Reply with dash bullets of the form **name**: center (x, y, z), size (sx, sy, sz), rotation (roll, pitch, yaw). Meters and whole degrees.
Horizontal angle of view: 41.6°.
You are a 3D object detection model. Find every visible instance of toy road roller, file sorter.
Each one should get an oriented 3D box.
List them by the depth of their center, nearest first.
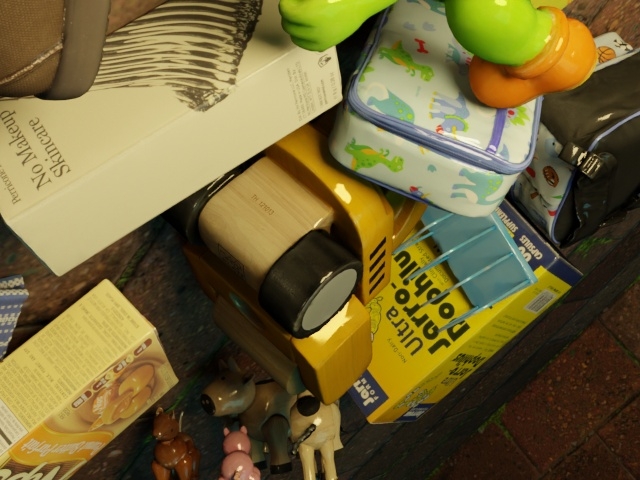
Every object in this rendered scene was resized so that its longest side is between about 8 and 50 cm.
- **toy road roller**: center (0.000, 0.000, 0.893), size (0.241, 0.202, 0.329), rotation (-41, 156, -19)
- **file sorter**: center (0.165, 0.017, 1.072), size (0.105, 0.170, 0.118), rotation (-26, 171, -34)

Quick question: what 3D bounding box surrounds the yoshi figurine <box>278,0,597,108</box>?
- **yoshi figurine**: center (0.047, -0.226, 0.581), size (0.362, 0.203, 0.203), rotation (20, 124, -44)

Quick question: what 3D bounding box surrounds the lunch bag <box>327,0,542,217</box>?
- **lunch bag**: center (0.115, -0.131, 0.764), size (0.090, 0.176, 0.219), rotation (114, 0, -48)

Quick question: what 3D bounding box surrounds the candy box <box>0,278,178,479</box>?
- **candy box**: center (-0.304, 0.198, 0.875), size (0.316, 0.087, 0.183), rotation (-42, 161, -18)

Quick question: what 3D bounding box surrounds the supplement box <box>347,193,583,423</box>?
- **supplement box**: center (0.181, 0.089, 1.266), size (0.356, 0.194, 0.195), rotation (-44, 154, 13)

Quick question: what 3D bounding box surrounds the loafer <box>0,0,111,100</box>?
- **loafer**: center (-0.167, -0.199, 0.407), size (0.130, 0.133, 0.365), rotation (-21, 150, -32)

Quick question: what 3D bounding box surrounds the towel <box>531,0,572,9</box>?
- **towel**: center (0.243, -0.278, 0.918), size (0.237, 0.021, 0.102), rotation (-39, 151, -10)

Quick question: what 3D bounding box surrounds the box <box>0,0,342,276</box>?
- **box**: center (-0.126, -0.100, 0.654), size (0.275, 0.113, 0.094), rotation (-34, 154, -10)

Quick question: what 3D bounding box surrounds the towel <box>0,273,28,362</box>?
- **towel**: center (-0.433, 0.162, 0.792), size (0.243, 0.040, 0.336), rotation (-6, 138, -46)

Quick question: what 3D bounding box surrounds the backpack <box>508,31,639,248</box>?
- **backpack**: center (0.364, -0.127, 1.131), size (0.277, 0.213, 0.263), rotation (-22, 143, -17)

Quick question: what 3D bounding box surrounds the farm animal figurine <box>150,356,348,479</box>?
- **farm animal figurine**: center (-0.073, 0.244, 1.193), size (0.331, 0.172, 0.327), rotation (-10, 174, 32)
